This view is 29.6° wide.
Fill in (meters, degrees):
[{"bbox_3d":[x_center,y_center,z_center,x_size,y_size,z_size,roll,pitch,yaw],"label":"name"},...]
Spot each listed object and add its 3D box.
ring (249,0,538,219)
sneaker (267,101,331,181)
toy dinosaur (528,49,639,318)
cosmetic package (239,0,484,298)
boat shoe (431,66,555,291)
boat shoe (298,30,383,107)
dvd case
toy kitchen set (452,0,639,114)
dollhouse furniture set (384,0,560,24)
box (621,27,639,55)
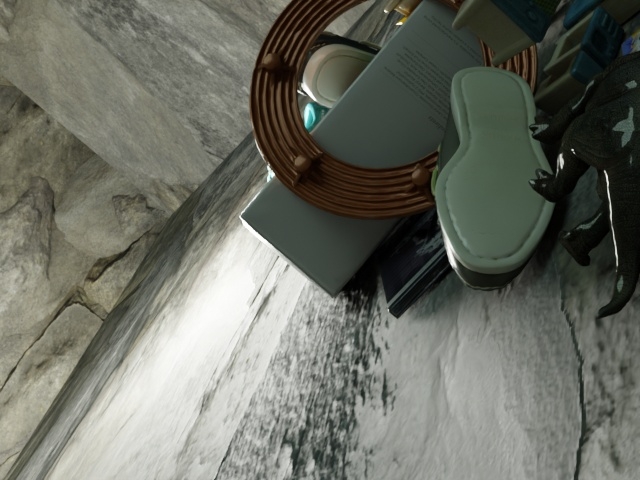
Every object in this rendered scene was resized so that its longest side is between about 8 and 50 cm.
[{"bbox_3d":[0.074,-0.185,1.361,0.336,0.336,0.032,-50,-26,-4],"label":"ring"},{"bbox_3d":[-0.056,-0.131,2.197,0.275,0.110,0.107,-54,12,-20],"label":"sneaker"},{"bbox_3d":[0.233,-0.081,0.915,0.313,0.121,0.160,-54,-2,-41],"label":"toy dinosaur"},{"bbox_3d":[0.074,-0.113,1.480,0.365,0.155,0.197,-49,1,-4],"label":"cosmetic package"},{"bbox_3d":[0.160,-0.050,1.152,0.305,0.109,0.091,-81,-2,-50],"label":"boat shoe"},{"bbox_3d":[0.062,-0.219,1.650,0.091,0.302,0.114,38,101,36],"label":"boat shoe"},{"bbox_3d":[0.129,-0.010,1.331,0.164,0.018,0.221,-46,11,11],"label":"dvd case"},{"bbox_3d":[0.257,-0.261,1.279,0.122,0.166,0.207,-38,16,43],"label":"toy kitchen set"},{"bbox_3d":[0.234,-0.311,1.545,0.301,0.198,0.151,-44,31,44],"label":"dollhouse furniture set"},{"bbox_3d":[0.322,-0.181,1.130,0.081,0.028,0.136,-44,11,26],"label":"box"}]
